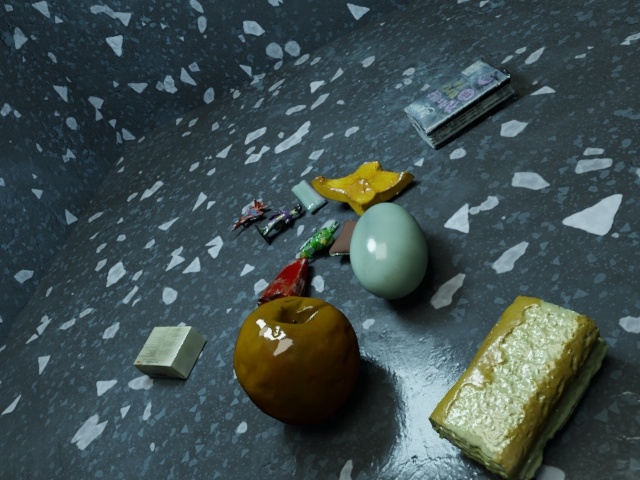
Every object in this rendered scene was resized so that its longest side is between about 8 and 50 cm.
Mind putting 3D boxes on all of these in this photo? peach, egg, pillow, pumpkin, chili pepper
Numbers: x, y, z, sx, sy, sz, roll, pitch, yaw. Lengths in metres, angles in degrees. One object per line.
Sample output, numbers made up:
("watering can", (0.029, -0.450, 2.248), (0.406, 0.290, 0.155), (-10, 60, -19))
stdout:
("peach", (-0.066, 0.326, 1.566), (0.343, 0.301, 0.342), (-2, 25, 1))
("egg", (0.203, 0.022, 1.734), (0.230, 0.230, 0.371), (-25, 30, 18))
("pillow", (0.131, -0.008, 1.964), (0.179, 0.075, 0.171), (-3, 48, 39))
("pumpkin", (0.153, -0.203, 2.112), (0.258, 0.095, 0.290), (-36, 44, -20))
("chili pepper", (-0.111, 0.156, 1.984), (0.252, 0.136, 0.144), (-64, -4, -47))

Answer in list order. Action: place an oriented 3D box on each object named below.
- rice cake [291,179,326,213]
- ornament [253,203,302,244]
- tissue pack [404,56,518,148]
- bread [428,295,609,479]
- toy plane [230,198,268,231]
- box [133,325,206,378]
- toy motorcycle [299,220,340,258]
("rice cake", (-0.050, -0.182, 2.356), (0.080, 0.042, 0.221), (-40, 34, 0))
("ornament", (-0.156, -0.075, 2.290), (0.203, 0.088, 0.081), (-33, 36, 4))
("tissue pack", (0.515, -0.520, 2.179), (0.361, 0.122, 0.259), (-34, 33, 8))
("bread", (0.422, 0.312, 1.262), (0.375, 0.165, 0.237), (-51, 34, -16))
("toy plane", (-0.306, -0.097, 2.470), (0.189, 0.061, 0.130), (-49, 37, -8))
("box", (-0.538, 0.400, 2.076), (0.212, 0.095, 0.168), (-7, 43, 37))
("toy motorcycle", (0.000, 0.000, 2.050), (0.190, 0.074, 0.106), (-38, 17, 37))
